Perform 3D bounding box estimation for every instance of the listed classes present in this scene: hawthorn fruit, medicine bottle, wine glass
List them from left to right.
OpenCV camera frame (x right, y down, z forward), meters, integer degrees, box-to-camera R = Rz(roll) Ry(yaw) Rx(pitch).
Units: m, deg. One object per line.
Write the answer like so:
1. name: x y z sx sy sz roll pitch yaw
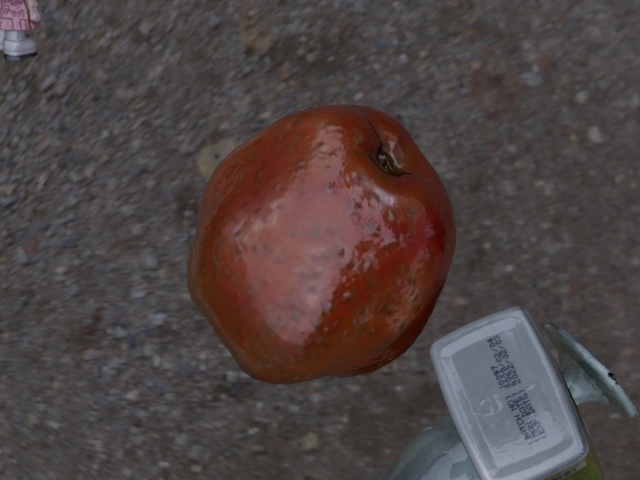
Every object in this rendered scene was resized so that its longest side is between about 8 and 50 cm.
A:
1. hawthorn fruit: 0.000 0.000 0.964 0.189 0.189 0.189 1 85 -19
2. wine glass: 0.160 0.192 1.332 0.241 0.126 0.126 -43 100 -4
3. medicine bottle: 0.158 0.144 1.158 0.088 0.188 0.132 -26 66 6

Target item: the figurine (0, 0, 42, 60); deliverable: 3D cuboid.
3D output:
1. figurine: -0.232 -0.199 1.122 0.054 0.072 0.129 -14 122 -43
